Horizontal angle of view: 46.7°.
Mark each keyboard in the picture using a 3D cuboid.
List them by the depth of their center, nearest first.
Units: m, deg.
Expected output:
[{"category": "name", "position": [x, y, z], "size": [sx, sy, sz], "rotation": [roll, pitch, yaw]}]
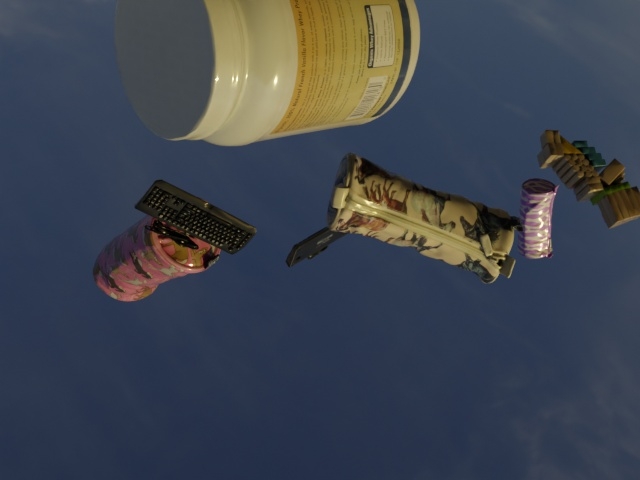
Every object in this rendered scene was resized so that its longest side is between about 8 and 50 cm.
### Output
[{"category": "keyboard", "position": [-0.204, -0.020, 1.194], "size": [0.192, 0.100, 0.038], "rotation": [28, -144, -28]}, {"category": "keyboard", "position": [0.000, 0.000, 1.613], "size": [0.180, 0.108, 0.023], "rotation": [-29, -111, -30]}]

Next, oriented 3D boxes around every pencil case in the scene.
[{"category": "pencil case", "position": [0.202, -0.043, 1.519], "size": [0.410, 0.160, 0.183], "rotation": [19, -173, -13]}, {"category": "pencil case", "position": [-0.351, 0.027, 1.582], "size": [0.167, 0.386, 0.160], "rotation": [35, -122, -23]}, {"category": "pencil case", "position": [0.528, -0.049, 1.808], "size": [0.088, 0.206, 0.086], "rotation": [21, -136, 38]}]

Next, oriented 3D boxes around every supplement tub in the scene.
[{"category": "supplement tub", "position": [-0.058, -0.236, 0.887], "size": [0.316, 0.228, 0.228], "rotation": [-18, -127, -43]}]

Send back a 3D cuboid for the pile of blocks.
[{"category": "pile of blocks", "position": [0.773, -0.180, 2.143], "size": [0.149, 0.113, 0.362], "rotation": [-39, -101, -19]}]
